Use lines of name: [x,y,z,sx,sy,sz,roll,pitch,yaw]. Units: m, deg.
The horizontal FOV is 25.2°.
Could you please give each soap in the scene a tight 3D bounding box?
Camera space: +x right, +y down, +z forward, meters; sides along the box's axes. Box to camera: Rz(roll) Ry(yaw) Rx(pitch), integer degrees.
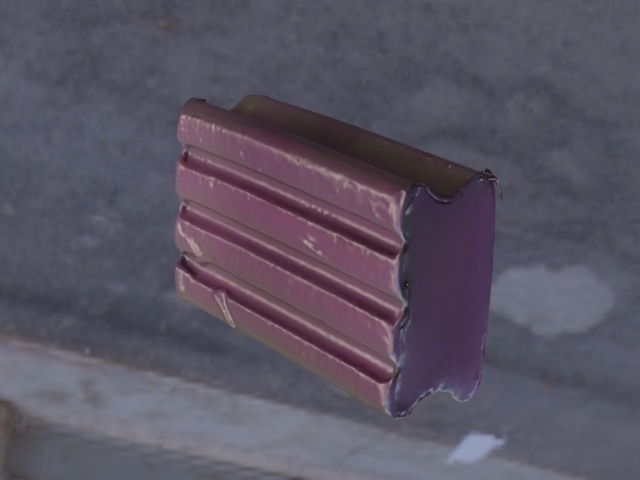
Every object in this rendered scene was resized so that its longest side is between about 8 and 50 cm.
soap: [0.000,0.000,0.746,0.065,0.122,0.203,-10,-158,-35]
